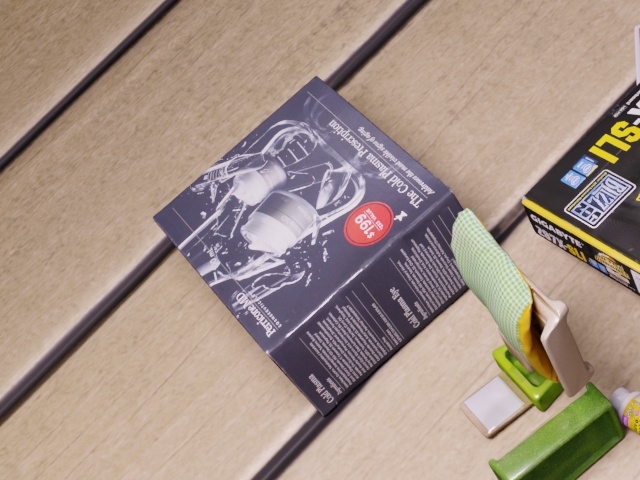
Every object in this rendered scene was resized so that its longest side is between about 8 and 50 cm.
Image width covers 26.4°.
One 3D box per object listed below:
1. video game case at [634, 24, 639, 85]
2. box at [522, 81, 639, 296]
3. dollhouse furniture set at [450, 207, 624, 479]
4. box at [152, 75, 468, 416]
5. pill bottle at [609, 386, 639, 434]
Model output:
[{"bbox_3d":[0.564,-0.239,1.818,0.285,0.025,0.204,-11,51,23],"label":"video game case"},{"bbox_3d":[0.449,-0.082,1.679,0.322,0.079,0.257,-43,45,-12],"label":"box"},{"bbox_3d":[0.199,0.140,1.544,0.151,0.301,0.197,-37,49,-4],"label":"dollhouse furniture set"},{"bbox_3d":[0.000,0.000,1.854,0.312,0.179,0.343,-42,46,-3],"label":"box"},{"bbox_3d":[0.374,0.202,1.575,0.043,0.043,0.083,-48,47,-10],"label":"pill bottle"}]
